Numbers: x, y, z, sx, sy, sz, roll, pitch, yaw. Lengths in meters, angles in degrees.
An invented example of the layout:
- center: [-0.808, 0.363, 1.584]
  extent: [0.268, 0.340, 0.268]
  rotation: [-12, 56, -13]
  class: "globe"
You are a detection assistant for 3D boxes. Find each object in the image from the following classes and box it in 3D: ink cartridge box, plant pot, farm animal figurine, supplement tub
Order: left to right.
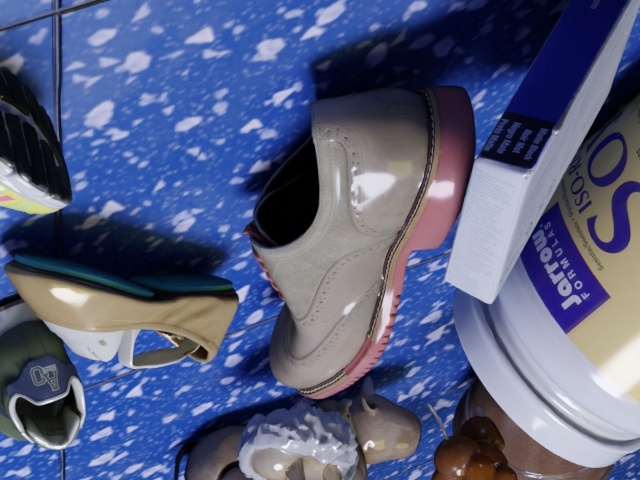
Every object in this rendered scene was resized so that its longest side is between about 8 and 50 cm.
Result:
- center: [0.010, 0.224, 1.718]
  extent: [0.327, 0.172, 0.330]
  rotation: [5, 148, -32]
  class: "farm animal figurine"
- center: [0.219, 0.144, 1.787]
  extent: [0.167, 0.167, 0.165]
  rotation: [-20, 145, -19]
  class: "plant pot"
- center: [0.161, -0.098, 1.255]
  extent: [0.223, 0.045, 0.224]
  rotation: [-58, 170, -30]
  class: "ink cartridge box"
- center: [0.291, 0.009, 1.496]
  extent: [0.241, 0.241, 0.331]
  rotation: [5, 138, -50]
  class: "supplement tub"

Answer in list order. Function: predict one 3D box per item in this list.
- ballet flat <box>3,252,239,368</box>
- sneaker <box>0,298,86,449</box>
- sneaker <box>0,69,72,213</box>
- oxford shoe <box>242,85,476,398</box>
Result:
- center: [-0.138, 0.056, 1.311]
  extent: [0.232, 0.080, 0.073]
  rotation: [9, 97, -54]
  class: "ballet flat"
- center: [-0.211, 0.123, 1.367]
  extent: [0.064, 0.086, 0.192]
  rotation: [-21, 154, -17]
  class: "sneaker"
- center: [-0.226, -0.054, 1.046]
  extent: [0.094, 0.081, 0.208]
  rotation: [-32, 149, 23]
  class: "sneaker"
- center: [0.000, 0.000, 1.361]
  extent: [0.130, 0.123, 0.348]
  rotation: [5, 141, -16]
  class: "oxford shoe"
